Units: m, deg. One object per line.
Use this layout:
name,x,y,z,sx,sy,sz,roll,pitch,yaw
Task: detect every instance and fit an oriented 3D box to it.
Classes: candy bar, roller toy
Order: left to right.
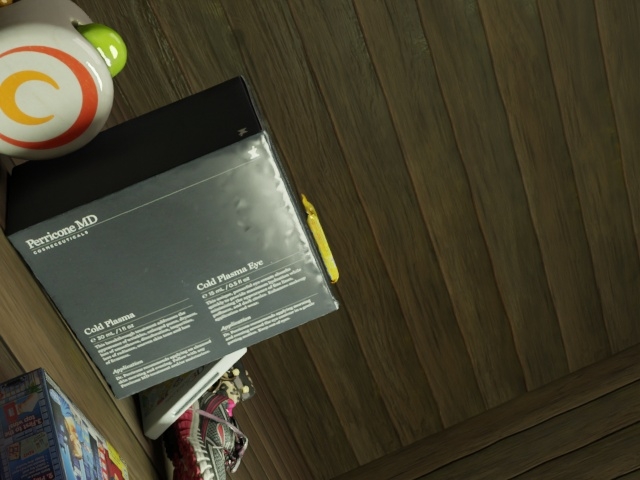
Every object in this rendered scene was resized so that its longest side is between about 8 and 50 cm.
roller toy,-0.367,-0.213,1.126,0.191,0.209,0.146,-65,-149,30
candy bar,0.000,0.000,1.286,0.040,0.018,0.161,-110,179,-46

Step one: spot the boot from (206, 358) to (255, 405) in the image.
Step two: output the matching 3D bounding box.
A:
boot,-0.241,0.211,1.804,0.377,0.138,0.284,129,-62,-82

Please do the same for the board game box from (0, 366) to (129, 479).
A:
board game box,-0.225,0.249,0.808,0.194,0.060,0.194,69,-2,-46

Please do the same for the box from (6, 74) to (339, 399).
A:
box,-0.193,-0.002,1.219,0.179,0.343,0.312,-113,-178,-52

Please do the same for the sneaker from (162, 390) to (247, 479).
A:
sneaker,-0.160,0.323,1.327,0.299,0.112,0.121,-114,-144,-54

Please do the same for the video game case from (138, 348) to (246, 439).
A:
video game case,-0.211,0.161,1.378,0.026,0.206,0.227,37,16,-33
